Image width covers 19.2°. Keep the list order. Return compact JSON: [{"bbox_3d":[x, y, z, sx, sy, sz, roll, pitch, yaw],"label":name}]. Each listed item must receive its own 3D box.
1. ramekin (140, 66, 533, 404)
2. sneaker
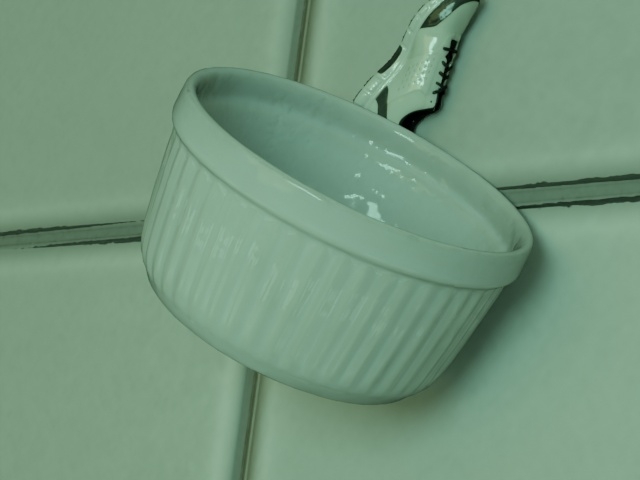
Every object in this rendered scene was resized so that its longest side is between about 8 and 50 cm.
[{"bbox_3d":[0.000,0.000,1.032,0.207,0.207,0.109,43,114,42],"label":"ramekin"},{"bbox_3d":[0.065,-0.102,1.124,0.044,0.040,0.109,43,110,25],"label":"sneaker"}]
